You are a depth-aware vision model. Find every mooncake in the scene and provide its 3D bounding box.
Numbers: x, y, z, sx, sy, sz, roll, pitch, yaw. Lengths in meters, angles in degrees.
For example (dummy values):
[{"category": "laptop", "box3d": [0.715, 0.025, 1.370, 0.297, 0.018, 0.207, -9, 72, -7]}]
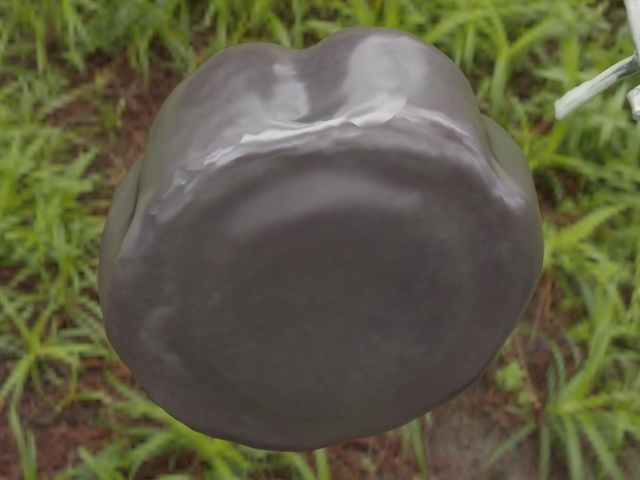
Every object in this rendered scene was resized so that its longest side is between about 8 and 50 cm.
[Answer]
[{"category": "mooncake", "box3d": [0.000, 0.000, 0.948, 0.245, 0.245, 0.133, 1, 39, -4]}]

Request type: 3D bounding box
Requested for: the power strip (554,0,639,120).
[{"category": "power strip", "box3d": [0.183, -0.091, 0.790, 0.042, 0.175, 0.075, 11, 60, -56]}]
